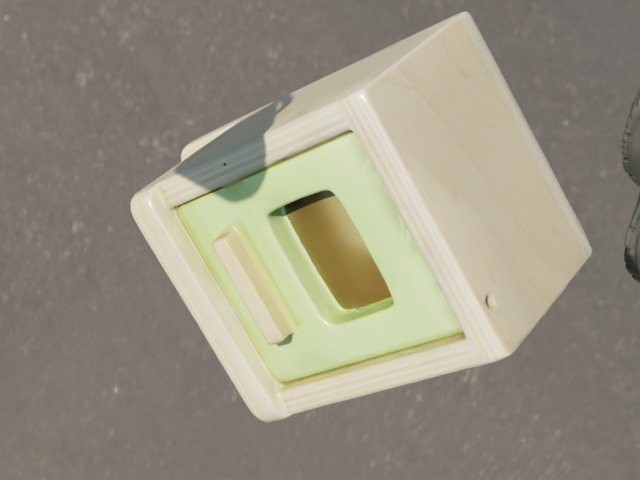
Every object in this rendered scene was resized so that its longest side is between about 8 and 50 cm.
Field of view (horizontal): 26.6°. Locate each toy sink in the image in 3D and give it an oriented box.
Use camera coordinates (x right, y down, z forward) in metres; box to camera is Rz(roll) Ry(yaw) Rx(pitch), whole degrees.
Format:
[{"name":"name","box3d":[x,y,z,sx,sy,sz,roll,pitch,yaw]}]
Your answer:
[{"name":"toy sink","box3d":[0.000,0.000,0.751,0.131,0.234,0.153,-41,107,-47]}]

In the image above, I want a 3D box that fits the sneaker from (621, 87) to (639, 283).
[{"name":"sneaker","box3d":[0.323,-0.032,1.117,0.130,0.286,0.109,18,66,25]}]
